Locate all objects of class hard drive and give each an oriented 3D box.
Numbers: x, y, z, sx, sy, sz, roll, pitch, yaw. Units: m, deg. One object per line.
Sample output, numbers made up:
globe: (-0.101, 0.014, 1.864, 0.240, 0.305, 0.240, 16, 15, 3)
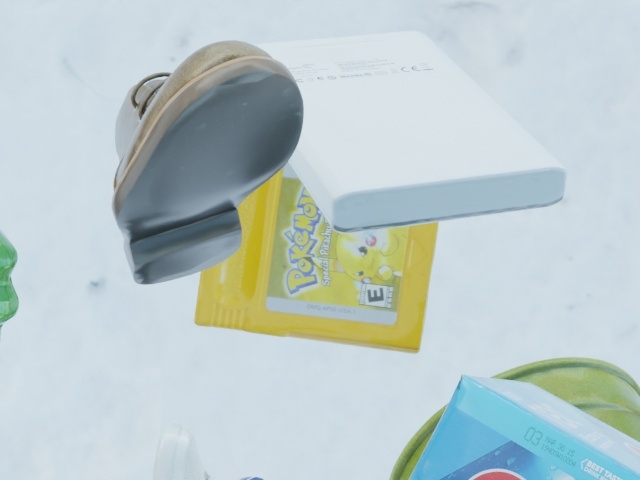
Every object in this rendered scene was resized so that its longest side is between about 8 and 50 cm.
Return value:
hard drive: (0.057, -0.108, 1.150, 0.203, 0.307, 0.040, -8, 122, -17)

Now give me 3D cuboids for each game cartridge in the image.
game cartridge: (0.000, 0.000, 1.810, 0.323, 0.052, 0.285, 7, 94, -6)

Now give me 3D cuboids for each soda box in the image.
soda box: (0.087, 0.099, 0.509, 0.071, 0.210, 0.067, 28, 92, 17)

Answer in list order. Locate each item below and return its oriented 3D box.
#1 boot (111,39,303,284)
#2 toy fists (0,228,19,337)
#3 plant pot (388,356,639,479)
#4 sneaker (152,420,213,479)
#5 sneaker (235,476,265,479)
boot: (-0.092, -0.066, 0.808, 0.112, 0.305, 0.115, -15, 78, -18)
toy fists: (-0.303, 0.078, 0.925, 0.096, 0.142, 0.279, -2, 118, -59)
plant pot: (0.312, 0.394, 1.558, 0.366, 0.353, 0.367, -12, 133, -14)
sneaker: (-0.125, 0.358, 1.634, 0.169, 0.108, 0.293, 4, 117, 7)
sneaker: (-0.082, 0.364, 1.423, 0.127, 0.315, 0.182, 43, 122, -2)
